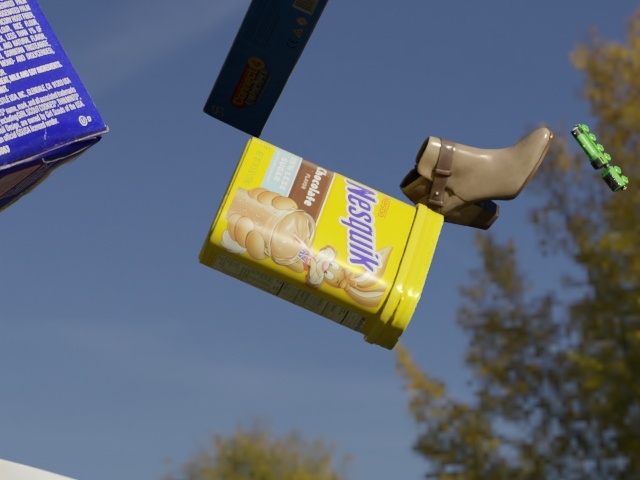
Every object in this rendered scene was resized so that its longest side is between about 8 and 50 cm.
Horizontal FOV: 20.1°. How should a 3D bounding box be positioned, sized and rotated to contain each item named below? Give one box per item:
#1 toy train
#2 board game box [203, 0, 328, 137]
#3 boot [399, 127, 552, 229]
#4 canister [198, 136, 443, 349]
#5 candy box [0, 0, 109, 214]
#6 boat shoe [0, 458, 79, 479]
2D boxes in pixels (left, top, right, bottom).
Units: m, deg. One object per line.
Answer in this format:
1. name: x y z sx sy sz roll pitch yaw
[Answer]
1. toy train: 0.279 -0.083 1.813 0.017 0.083 0.024 -45 -17 32
2. board game box: -0.031 -0.342 2.352 0.086 0.302 0.308 24 -38 -5
3. boot: 0.125 -0.062 1.490 0.087 0.042 0.118 29 -68 -13
4. canister: 0.000 0.000 1.436 0.170 0.126 0.073 23 -41 -4
5. candy box: -0.319 -0.132 1.107 0.268 0.317 0.122 -32 -4 37
6. boat shoe: -0.267 0.217 1.123 0.367 0.156 0.136 -3 -25 34
